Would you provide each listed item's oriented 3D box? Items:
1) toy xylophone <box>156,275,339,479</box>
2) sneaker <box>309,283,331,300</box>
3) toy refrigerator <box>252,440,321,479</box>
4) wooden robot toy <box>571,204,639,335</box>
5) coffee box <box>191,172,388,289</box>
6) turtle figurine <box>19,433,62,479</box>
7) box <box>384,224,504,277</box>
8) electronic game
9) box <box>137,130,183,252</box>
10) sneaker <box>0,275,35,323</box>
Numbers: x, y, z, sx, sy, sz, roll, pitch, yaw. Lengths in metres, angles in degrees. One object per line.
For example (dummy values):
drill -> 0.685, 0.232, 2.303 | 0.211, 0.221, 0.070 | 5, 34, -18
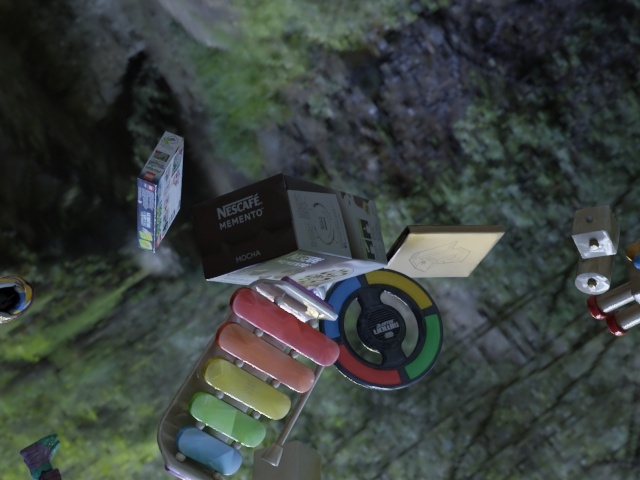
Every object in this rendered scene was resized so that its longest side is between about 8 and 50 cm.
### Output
toy xylophone -> -0.088, 0.208, 1.650 | 0.236, 0.323, 0.081 | 26, 180, -35
sneaker -> 0.000, 0.000, 2.097 | 0.114, 0.152, 0.305 | 27, 147, 1
toy refrigerator -> -0.062, 0.513, 2.111 | 0.094, 0.102, 0.269 | 43, -142, -45
wooden robot toy -> 0.253, 0.023, 0.930 | 0.173, 0.079, 0.076 | 40, 136, -25
coffee box -> -0.041, -0.005, 1.780 | 0.297, 0.168, 0.119 | 12, -116, -62
turtle figurine -> -0.346, 0.393, 1.628 | 0.234, 0.118, 0.175 | 60, 145, 11
box -> 0.222, 0.022, 2.175 | 0.164, 0.201, 0.021 | 122, 140, -51
electronic game -> 0.109, 0.156, 2.069 | 0.229, 0.229, 0.048 | 54, 156, 11
box -> -0.280, -0.082, 2.021 | 0.036, 0.114, 0.207 | 21, 145, 5
sneaker -> -0.423, 0.082, 1.561 | 0.185, 0.084, 0.069 | -2, -84, -72
